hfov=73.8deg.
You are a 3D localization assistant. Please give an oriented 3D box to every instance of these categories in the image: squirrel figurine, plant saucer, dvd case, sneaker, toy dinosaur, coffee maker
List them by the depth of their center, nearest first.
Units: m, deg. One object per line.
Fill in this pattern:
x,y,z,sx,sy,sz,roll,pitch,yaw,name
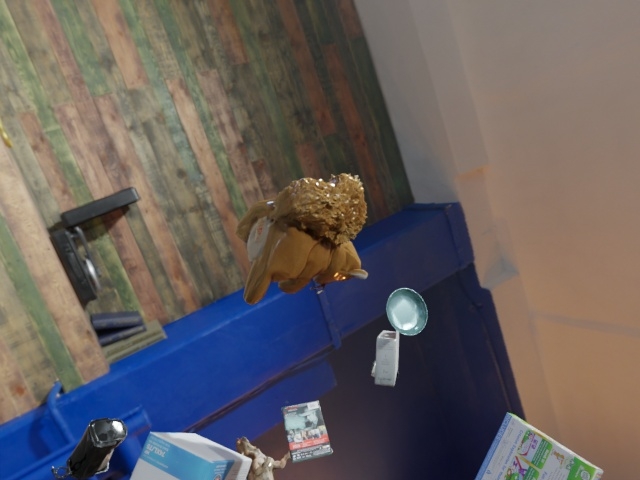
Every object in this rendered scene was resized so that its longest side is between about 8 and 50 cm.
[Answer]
-0.031,0.408,0.916,0.119,0.087,0.013,-112,-158,-46,dvd case
0.216,0.182,1.085,0.119,0.119,0.021,62,-28,7,plant saucer
0.000,0.000,1.234,0.397,0.370,0.281,-52,-141,26,squirrel figurine
-0.191,0.761,1.330,0.200,0.127,0.296,-41,-150,27,toy dinosaur
-0.749,0.689,1.400,0.120,0.171,0.178,38,-71,13,coffee maker
0.271,0.542,1.750,0.106,0.078,0.234,17,-12,20,sneaker

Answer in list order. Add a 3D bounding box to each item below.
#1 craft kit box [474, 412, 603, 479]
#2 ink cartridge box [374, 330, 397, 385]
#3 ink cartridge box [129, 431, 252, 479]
0.558,0.636,1.124,0.061,0.250,0.246,29,-2,-32,craft kit box
0.204,0.285,1.268,0.275,0.060,0.239,35,57,-76,ink cartridge box
-0.332,0.628,1.009,0.197,0.270,0.198,11,-21,25,ink cartridge box
